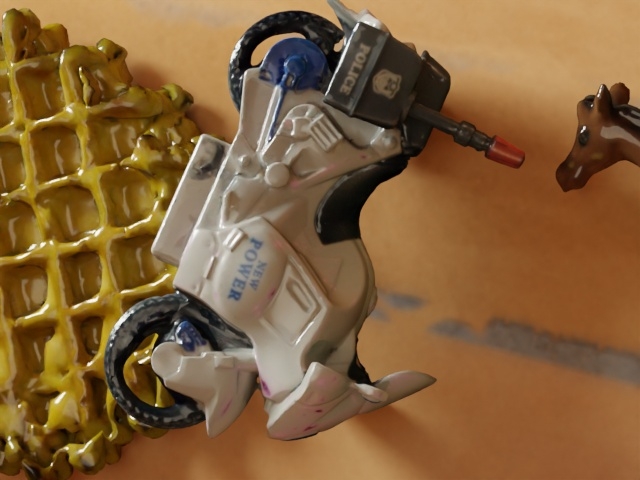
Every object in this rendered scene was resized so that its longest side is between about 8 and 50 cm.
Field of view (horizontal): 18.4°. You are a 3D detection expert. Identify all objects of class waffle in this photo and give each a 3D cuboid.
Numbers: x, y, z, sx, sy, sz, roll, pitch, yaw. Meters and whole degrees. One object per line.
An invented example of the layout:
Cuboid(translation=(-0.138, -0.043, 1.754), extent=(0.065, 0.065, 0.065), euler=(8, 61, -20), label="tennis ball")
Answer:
Cuboid(translation=(-0.149, 0.005, 1.022), extent=(0.231, 0.051, 0.229), euler=(31, 93, 21), label="waffle")

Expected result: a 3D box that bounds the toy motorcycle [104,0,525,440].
Cuboid(translation=(0.000, 0.000, 0.931), extent=(0.150, 0.102, 0.221), euler=(22, 85, 3), label="toy motorcycle")

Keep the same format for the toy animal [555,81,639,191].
Cuboid(translation=(0.225, 0.017, 0.861), extent=(0.224, 0.066, 0.230), euler=(-19, 88, 32), label="toy animal")
